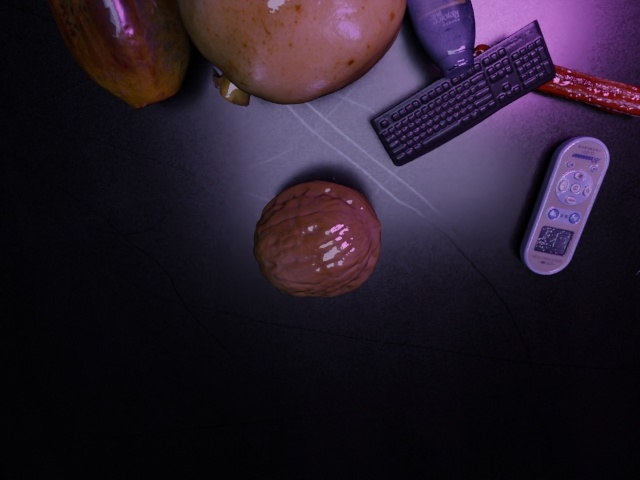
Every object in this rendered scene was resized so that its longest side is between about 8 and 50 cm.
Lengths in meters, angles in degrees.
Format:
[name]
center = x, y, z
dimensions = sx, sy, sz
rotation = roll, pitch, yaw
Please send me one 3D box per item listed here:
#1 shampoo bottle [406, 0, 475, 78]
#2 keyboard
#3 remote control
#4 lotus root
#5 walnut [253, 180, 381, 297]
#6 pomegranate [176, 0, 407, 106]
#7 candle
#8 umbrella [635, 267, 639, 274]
[shampoo bottle]
center = 0.166, -0.354, 0.613
dimensions = 0.087, 0.049, 0.233
rotation = -18, 88, 13
[keyboard]
center = 0.172, -0.197, 0.673
dimensions = 0.382, 0.041, 0.103
rotation = -27, 112, 19
[remote control]
center = 0.416, -0.057, 0.733
dimensions = 0.087, 0.047, 0.244
rotation = 11, 108, -4
[lotus root]
center = -0.285, -0.346, 0.621
dimensions = 0.194, 0.193, 0.290
rotation = -13, 104, 7
[walnut]
center = 0.000, 0.000, 0.695
dimensions = 0.214, 0.213, 0.213
rotation = 1, 108, 3
[pomegranate]
center = -0.045, -0.318, 0.553
dimensions = 0.320, 0.319, 0.318
rotation = 1, 108, 3
[candle]
center = 0.370, -0.251, 0.671
dimensions = 0.330, 0.048, 0.051
rotation = 15, 132, -1
[umbrella]
center = 0.610, 0.012, 0.762
dimensions = 0.013, 0.022, 0.122
rotation = 14, 122, -28
